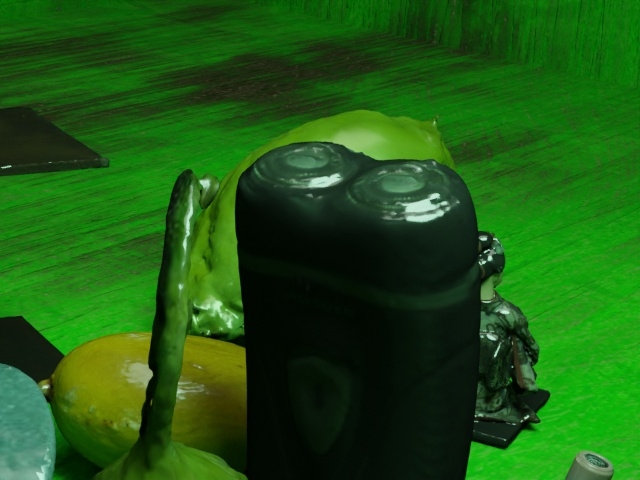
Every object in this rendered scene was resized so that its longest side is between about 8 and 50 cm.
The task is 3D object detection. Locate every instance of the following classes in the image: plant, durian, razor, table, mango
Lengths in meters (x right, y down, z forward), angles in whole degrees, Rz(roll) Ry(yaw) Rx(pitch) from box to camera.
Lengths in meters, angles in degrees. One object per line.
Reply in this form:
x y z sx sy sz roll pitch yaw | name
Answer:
-0.137 0.155 1.123 0.180 0.333 0.251 -7 29 9 | plant
0.000 0.000 1.741 0.256 0.339 0.204 26 -7 -12 | durian
0.024 0.098 1.279 0.204 0.349 0.113 16 27 29 | razor
-0.372 0.020 1.552 0.282 0.250 0.196 -8 22 -34 | table
-0.104 0.145 1.464 0.317 0.119 0.176 3 10 -26 | mango

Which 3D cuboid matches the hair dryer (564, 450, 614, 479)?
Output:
0.262 0.232 1.418 0.114 0.063 0.037 23 19 5 | hair dryer

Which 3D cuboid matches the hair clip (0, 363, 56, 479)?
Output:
-0.234 0.261 0.842 0.318 0.238 0.392 -11 23 -27 | hair clip

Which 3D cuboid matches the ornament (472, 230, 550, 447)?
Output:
0.156 0.078 1.625 0.166 0.196 0.153 14 21 20 | ornament
